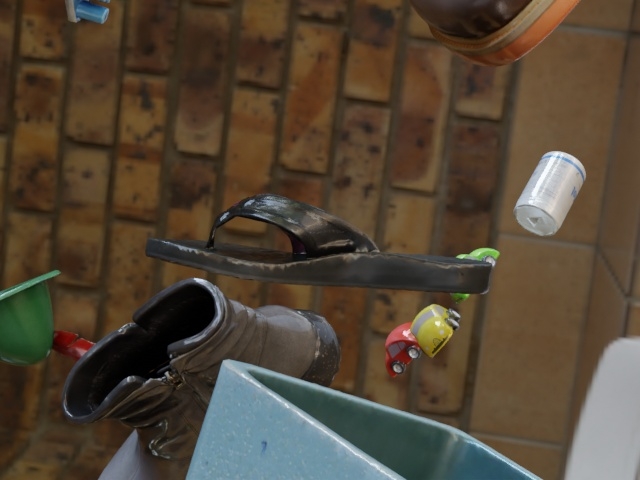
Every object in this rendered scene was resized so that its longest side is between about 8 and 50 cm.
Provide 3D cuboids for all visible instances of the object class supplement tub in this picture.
[{"bbox_3d":[0.325,-0.067,1.718,0.107,0.071,0.071,-58,-16,-27],"label":"supplement tub"}]

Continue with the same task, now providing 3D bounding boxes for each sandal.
[{"bbox_3d":[0.001,0.000,1.539,0.167,0.445,0.107,-164,78,-75],"label":"sandal"}]

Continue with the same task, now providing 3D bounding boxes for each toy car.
[{"bbox_3d":[0.181,0.089,1.790,0.225,0.053,0.239,-51,1,-19],"label":"toy car"}]

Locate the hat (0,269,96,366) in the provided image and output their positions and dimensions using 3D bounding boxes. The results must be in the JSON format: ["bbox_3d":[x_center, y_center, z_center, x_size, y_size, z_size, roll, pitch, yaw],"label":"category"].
[{"bbox_3d":[-0.366,0.150,1.525,0.173,0.208,0.184,-31,-81,-57],"label":"hat"}]

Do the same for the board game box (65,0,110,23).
[{"bbox_3d":[-0.246,-0.530,1.550,0.390,0.050,0.390,103,-176,-66],"label":"board game box"}]

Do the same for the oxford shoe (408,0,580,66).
[{"bbox_3d":[0.059,-0.211,0.703,0.130,0.132,0.364,-50,27,17],"label":"oxford shoe"}]

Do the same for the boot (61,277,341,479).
[{"bbox_3d":[-0.159,0.161,1.115,0.338,0.118,0.222,-49,-33,16],"label":"boot"}]

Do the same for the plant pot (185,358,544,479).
[{"bbox_3d":[0.042,0.254,0.737,0.247,0.248,0.252,22,-87,-43],"label":"plant pot"}]
